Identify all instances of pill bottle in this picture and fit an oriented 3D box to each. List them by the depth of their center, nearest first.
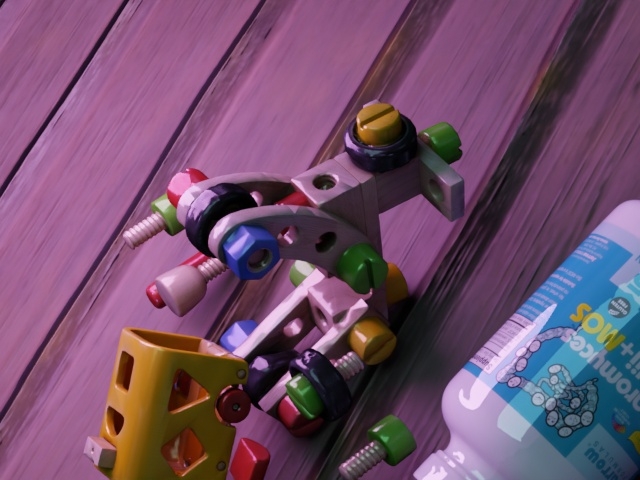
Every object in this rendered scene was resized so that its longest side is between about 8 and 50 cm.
[{"bbox_3d":[0.190,0.108,1.249,0.264,0.146,0.146,-46,50,-4],"label":"pill bottle"}]

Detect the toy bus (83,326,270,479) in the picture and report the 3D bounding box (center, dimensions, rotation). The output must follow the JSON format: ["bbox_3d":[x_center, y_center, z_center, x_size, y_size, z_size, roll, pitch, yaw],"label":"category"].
[{"bbox_3d":[-0.131,0.167,1.359,0.191,0.104,0.202,-52,38,41],"label":"toy bus"}]

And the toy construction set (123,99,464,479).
[{"bbox_3d":[0.000,0.000,1.418,0.237,0.257,0.309,-35,24,-18],"label":"toy construction set"}]
